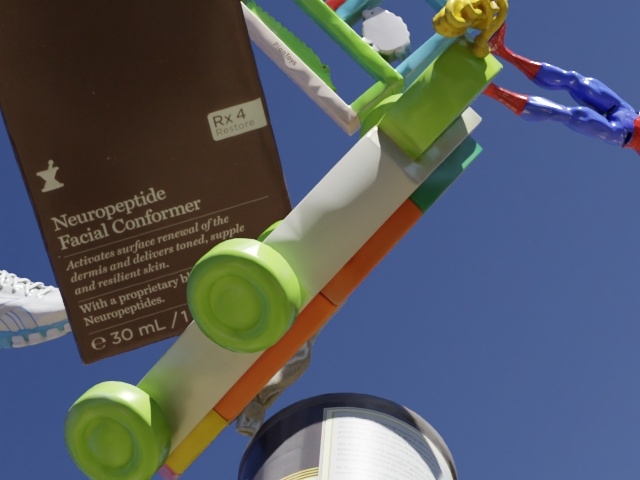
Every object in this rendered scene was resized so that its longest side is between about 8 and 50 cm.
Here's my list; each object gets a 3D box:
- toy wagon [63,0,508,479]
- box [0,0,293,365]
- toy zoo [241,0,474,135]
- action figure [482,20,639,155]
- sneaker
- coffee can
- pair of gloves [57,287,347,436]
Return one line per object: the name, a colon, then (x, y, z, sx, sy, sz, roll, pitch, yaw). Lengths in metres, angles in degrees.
toy wagon: (0.000, 0.000, 1.030, 0.344, 0.068, 0.267, -47, -1, 31)
box: (-0.143, -0.118, 1.393, 0.191, 0.143, 0.381, -17, -65, -5)
toy zoo: (0.072, -0.257, 1.762, 0.293, 0.192, 0.030, -42, -20, -9)
action figure: (0.297, -0.132, 1.822, 0.139, 0.280, 0.091, -45, 20, 60)
sneaker: (-0.273, 0.052, 1.619, 0.191, 0.083, 0.071, -13, 6, 16)
coffee can: (0.019, 0.285, 1.590, 0.202, 0.275, 0.201, 1, -63, 2)
pair of gloves: (-0.115, 0.059, 1.771, 0.204, 0.240, 0.042, -58, -2, -43)
